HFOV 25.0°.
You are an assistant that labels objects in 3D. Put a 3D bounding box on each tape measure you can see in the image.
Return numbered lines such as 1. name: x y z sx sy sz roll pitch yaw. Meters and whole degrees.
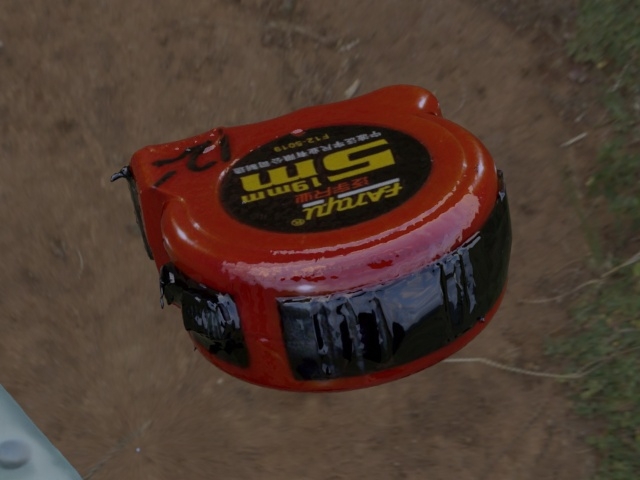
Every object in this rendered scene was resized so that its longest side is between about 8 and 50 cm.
1. tape measure: 0.001 0.000 0.987 0.253 0.260 0.114 -16 122 -7

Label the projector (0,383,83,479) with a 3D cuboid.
1. projector: -0.190 0.055 0.321 0.198 0.108 0.250 -21 49 -36
